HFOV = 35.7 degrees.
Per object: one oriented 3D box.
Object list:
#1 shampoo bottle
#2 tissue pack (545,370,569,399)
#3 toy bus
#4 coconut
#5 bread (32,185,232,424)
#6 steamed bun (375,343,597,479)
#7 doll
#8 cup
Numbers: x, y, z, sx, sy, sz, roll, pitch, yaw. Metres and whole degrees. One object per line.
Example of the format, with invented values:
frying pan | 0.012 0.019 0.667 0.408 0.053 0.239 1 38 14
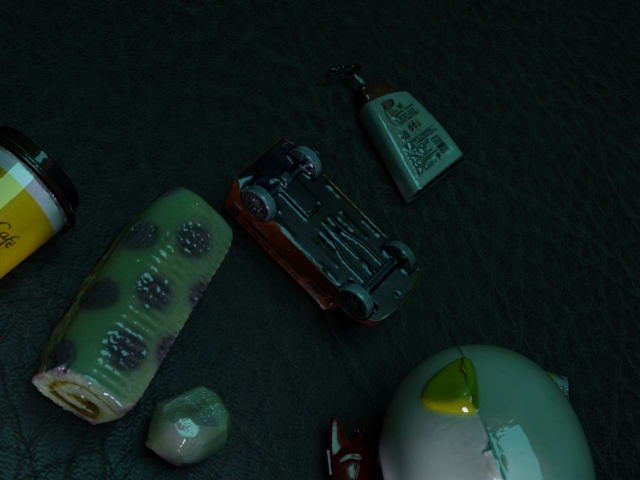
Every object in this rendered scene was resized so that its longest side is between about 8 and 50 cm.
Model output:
shampoo bottle | 0.129 -0.218 1.837 0.153 0.071 0.284 -35 81 -30
tissue pack | 0.327 0.251 1.672 0.148 0.108 0.060 16 59 -16
toy bus | 0.000 0.000 1.624 0.329 0.153 0.143 44 58 3
coconut | -0.198 0.269 1.436 0.124 0.110 0.110 -17 74 -36
bread | -0.270 0.091 1.440 0.155 0.187 0.338 36 57 -11
steamed bun | 0.245 0.337 1.460 0.333 0.334 0.374 -12 71 -28
doll | 0.046 0.364 1.524 0.109 0.057 0.169 23 58 -14
cup | -0.489 -0.021 1.406 0.196 0.196 0.280 41 64 -1
